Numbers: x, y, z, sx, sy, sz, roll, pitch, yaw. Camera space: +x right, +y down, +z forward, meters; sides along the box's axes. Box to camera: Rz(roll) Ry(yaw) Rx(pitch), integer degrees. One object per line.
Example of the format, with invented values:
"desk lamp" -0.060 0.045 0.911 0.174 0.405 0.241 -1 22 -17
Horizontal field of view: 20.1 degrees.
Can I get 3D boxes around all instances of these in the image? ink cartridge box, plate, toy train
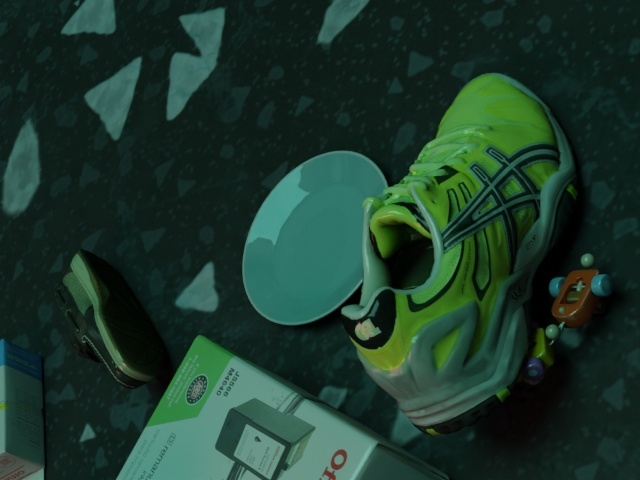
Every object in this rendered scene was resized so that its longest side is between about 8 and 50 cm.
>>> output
"ink cartridge box" -0.047 0.231 1.617 0.273 0.115 0.198 25 84 48
"ink cartridge box" -0.357 0.212 1.957 0.104 0.061 0.181 -30 49 27
"plate" 0.000 0.000 1.779 0.188 0.024 0.188 -22 53 32
"toy train" 0.179 0.077 1.555 0.166 0.046 0.125 -10 44 46

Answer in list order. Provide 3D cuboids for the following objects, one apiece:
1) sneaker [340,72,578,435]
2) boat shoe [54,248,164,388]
"sneaker" 0.120 -0.023 1.556 0.145 0.147 0.384 -23 36 33
"boat shoe" -0.228 0.095 1.900 0.073 0.080 0.223 -52 37 15
